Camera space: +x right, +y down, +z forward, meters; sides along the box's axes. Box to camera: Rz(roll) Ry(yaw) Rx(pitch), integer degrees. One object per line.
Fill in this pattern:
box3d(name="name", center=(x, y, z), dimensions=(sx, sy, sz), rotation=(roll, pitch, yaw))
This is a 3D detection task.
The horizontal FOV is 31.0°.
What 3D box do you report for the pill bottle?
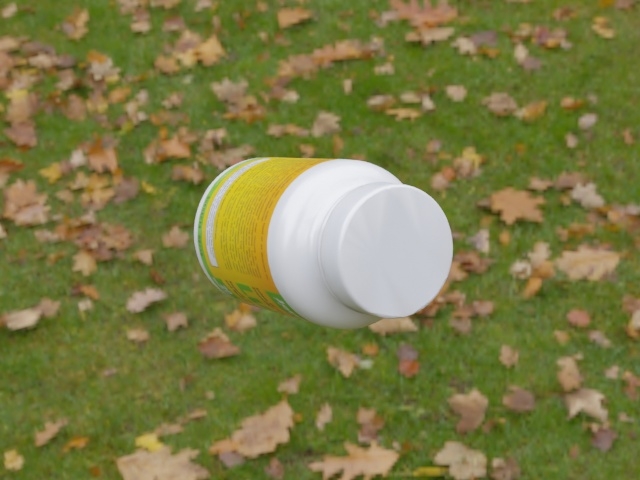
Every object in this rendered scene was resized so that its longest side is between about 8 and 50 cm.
box3d(name="pill bottle", center=(0.000, 0.000, 0.958), dimensions=(0.136, 0.136, 0.245), rotation=(-25, 15, -24))
